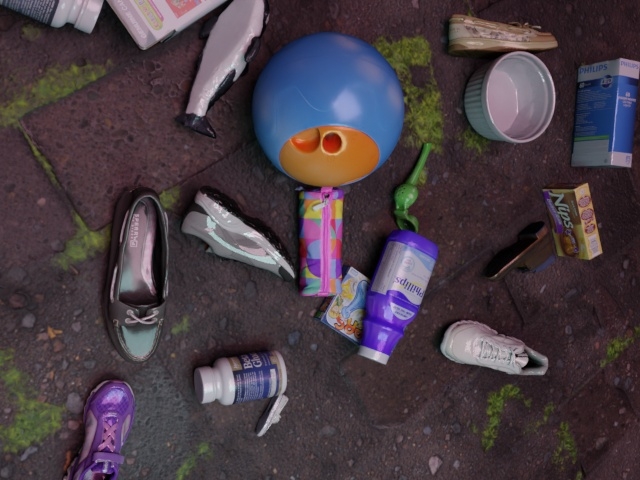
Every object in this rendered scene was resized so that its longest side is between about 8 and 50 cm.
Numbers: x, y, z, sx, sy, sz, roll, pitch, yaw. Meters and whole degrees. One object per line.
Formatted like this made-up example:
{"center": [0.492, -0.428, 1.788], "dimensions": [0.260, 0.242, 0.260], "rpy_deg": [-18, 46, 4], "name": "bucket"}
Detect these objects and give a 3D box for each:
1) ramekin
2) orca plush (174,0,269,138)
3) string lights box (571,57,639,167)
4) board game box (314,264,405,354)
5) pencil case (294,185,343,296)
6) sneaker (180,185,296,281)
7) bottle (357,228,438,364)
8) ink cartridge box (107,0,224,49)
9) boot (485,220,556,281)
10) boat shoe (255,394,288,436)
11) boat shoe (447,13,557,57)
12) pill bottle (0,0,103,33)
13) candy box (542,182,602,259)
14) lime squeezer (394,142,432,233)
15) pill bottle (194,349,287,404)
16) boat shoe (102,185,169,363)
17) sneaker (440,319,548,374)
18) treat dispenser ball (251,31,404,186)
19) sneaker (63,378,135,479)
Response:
{"center": [0.434, -0.328, 1.593], "dimensions": [0.207, 0.109, 0.207], "rpy_deg": [-2, 95, -26], "name": "ramekin"}
{"center": [-0.161, -0.329, 1.303], "dimensions": [0.102, 0.151, 0.287], "rpy_deg": [24, 79, -58], "name": "orca plush"}
{"center": [0.716, -0.315, 1.720], "dimensions": [0.076, 0.133, 0.260], "rpy_deg": [2, 94, -26], "name": "string lights box"}
{"center": [0.099, 0.164, 1.508], "dimensions": [0.201, 0.035, 0.136], "rpy_deg": [35, 78, -25], "name": "board game box"}
{"center": [0.000, 0.000, 1.411], "dimensions": [0.104, 0.104, 0.237], "rpy_deg": [-4, 97, -26], "name": "pencil case"}
{"center": [-0.157, 0.004, 1.346], "dimensions": [0.271, 0.100, 0.108], "rpy_deg": [37, 102, -27], "name": "sneaker"}
{"center": [0.158, 0.121, 1.461], "dimensions": [0.118, 0.092, 0.283], "rpy_deg": [27, 79, -28], "name": "bottle"}
{"center": [-0.306, -0.524, 1.196], "dimensions": [0.272, 0.130, 0.309], "rpy_deg": [-39, 110, -17], "name": "ink cartridge box"}
{"center": [0.501, 0.056, 1.675], "dimensions": [0.219, 0.082, 0.106], "rpy_deg": [-39, 107, -20], "name": "boot"}
{"center": [-0.099, 0.368, 1.429], "dimensions": [0.035, 0.035, 0.100], "rpy_deg": [35, 72, -22], "name": "boat shoe"}
{"center": [0.427, -0.475, 1.580], "dimensions": [0.285, 0.104, 0.089], "rpy_deg": [-5, 93, -23], "name": "boat shoe"}
{"center": [-0.461, -0.421, 1.140], "dimensions": [0.180, 0.108, 0.108], "rpy_deg": [20, 85, -27], "name": "pill bottle"}
{"center": [0.634, -0.051, 1.716], "dimensions": [0.053, 0.109, 0.187], "rpy_deg": [-24, 105, -22], "name": "candy box"}
{"center": [0.207, -0.065, 1.544], "dimensions": [0.110, 0.058, 0.311], "rpy_deg": [-9, 99, -58], "name": "lime squeezer"}
{"center": [-0.160, 0.274, 1.356], "dimensions": [0.169, 0.094, 0.094], "rpy_deg": [-5, 97, -26], "name": "pill bottle"}
{"center": [-0.335, 0.068, 1.250], "dimensions": [0.112, 0.095, 0.335], "rpy_deg": [0, 94, -27], "name": "boat shoe"}
{"center": [0.420, 0.264, 1.634], "dimensions": [0.292, 0.118, 0.110], "rpy_deg": [15, 89, -25], "name": "sneaker"}
{"center": [0.014, -0.244, 1.290], "dimensions": [0.288, 0.288, 0.288], "rpy_deg": [-2, 95, -26], "name": "treat dispenser ball"}
{"center": [-0.394, 0.375, 1.243], "dimensions": [0.095, 0.104, 0.237], "rpy_deg": [18, 85, -25], "name": "sneaker"}
